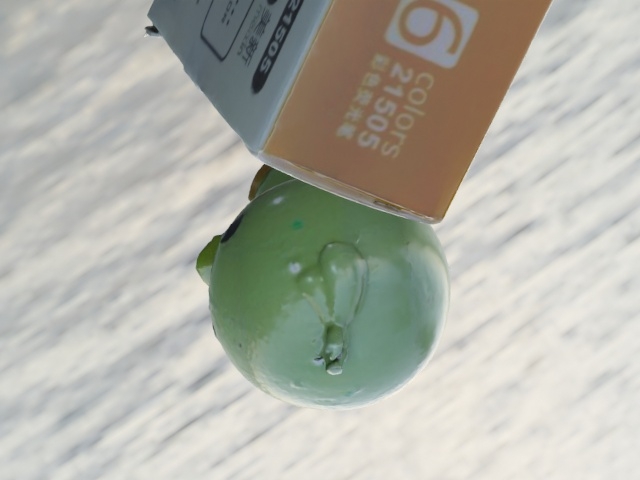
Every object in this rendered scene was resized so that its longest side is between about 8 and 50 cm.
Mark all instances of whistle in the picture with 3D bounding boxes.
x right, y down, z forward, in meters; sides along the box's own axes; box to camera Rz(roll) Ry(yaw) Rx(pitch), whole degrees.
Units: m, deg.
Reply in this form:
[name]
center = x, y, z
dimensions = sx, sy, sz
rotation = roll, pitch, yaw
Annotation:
[whistle]
center = -0.010, 0.001, 1.137
dimensions = 0.141, 0.141, 0.294
rotation = -36, -153, 3

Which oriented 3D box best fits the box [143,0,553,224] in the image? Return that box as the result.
[box]
center = 0.039, -0.168, 0.804
dimensions = 0.273, 0.091, 0.221
rotation = -64, -156, 10
